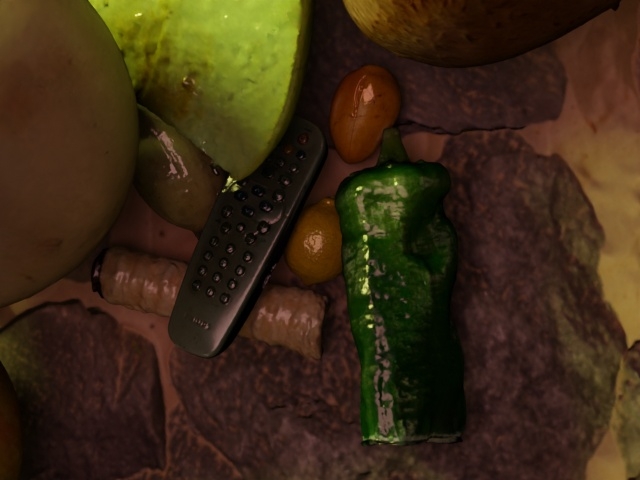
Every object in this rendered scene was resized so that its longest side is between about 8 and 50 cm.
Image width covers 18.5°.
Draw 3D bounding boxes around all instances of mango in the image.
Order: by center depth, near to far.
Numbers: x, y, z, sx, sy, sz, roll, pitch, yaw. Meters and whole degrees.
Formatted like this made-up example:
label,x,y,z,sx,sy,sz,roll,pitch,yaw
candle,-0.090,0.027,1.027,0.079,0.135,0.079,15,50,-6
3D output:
label,x,y,z,sx,sy,sz,roll,pitch,yaw
mango,0.037,-0.108,1.697,0.060,0.046,0.089,17,99,13

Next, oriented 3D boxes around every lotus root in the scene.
label,x,y,z,sx,sy,sz,roll,pitch,yaw
lotus root,-0.134,-0.074,1.719,0.077,0.090,0.183,-28,86,-15

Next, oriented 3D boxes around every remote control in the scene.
label,x,y,z,sx,sy,sz,roll,pitch,yaw
remote control,-0.063,-0.004,1.676,0.072,0.042,0.222,24,86,24

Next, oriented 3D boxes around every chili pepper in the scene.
label,x,y,z,sx,sy,sz,roll,pitch,yaw
chili pepper,0.068,0.038,1.653,0.099,0.136,0.270,-4,85,38

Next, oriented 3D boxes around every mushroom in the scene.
label,x,y,z,sx,sy,sz,roll,pitch,yaw
mushroom,0.134,-0.331,1.544,0.331,0.334,0.356,-24,95,13
mushroom,-0.324,-0.114,1.605,0.362,0.295,0.362,4,132,4

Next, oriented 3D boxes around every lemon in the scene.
label,x,y,z,sx,sy,sz,roll,pitch,yaw
lemon,0.000,0.000,1.699,0.062,0.062,0.083,17,95,13

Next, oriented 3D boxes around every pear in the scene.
label,x,y,z,sx,sy,sz,roll,pitch,yaw
pear,-0.101,-0.230,1.624,0.288,0.139,0.239,38,132,9

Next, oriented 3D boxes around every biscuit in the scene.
label,x,y,z,sx,sy,sz,roll,pitch,yaw
biscuit,-0.096,0.053,1.729,0.219,0.055,0.061,12,101,15

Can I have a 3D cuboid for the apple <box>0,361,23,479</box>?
label,x,y,z,sx,sy,sz,roll,pitch,yaw
apple,-0.385,0.184,1.721,0.264,0.264,0.264,0,91,14
